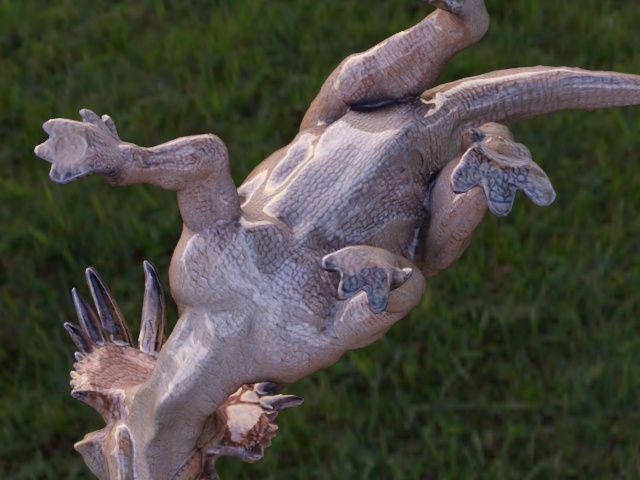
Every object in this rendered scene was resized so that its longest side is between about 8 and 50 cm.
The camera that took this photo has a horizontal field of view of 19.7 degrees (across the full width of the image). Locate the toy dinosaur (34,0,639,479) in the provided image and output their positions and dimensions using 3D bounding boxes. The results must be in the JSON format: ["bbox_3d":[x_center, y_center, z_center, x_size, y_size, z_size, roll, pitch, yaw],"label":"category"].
[{"bbox_3d":[0.000,0.000,0.738,0.295,0.200,0.127,-34,74,-17],"label":"toy dinosaur"}]
